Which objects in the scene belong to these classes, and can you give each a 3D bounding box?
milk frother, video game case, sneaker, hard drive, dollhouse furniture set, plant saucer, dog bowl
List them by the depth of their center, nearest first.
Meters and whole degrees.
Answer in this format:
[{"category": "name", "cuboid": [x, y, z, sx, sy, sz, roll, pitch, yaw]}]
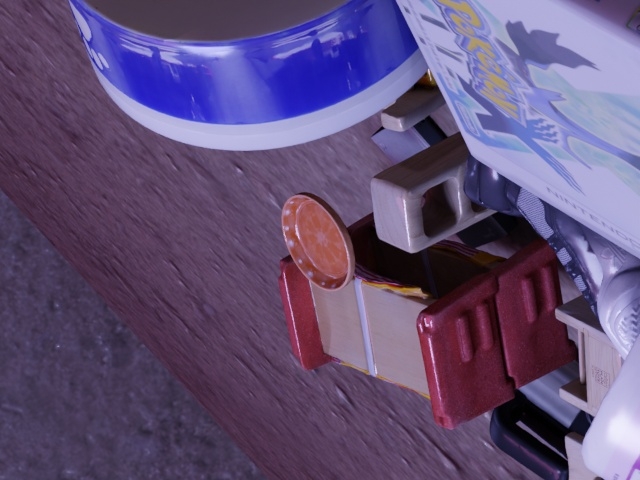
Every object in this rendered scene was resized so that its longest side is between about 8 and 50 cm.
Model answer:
[{"category": "video game case", "cuboid": [0.170, -0.067, 1.151, 0.300, 0.036, 0.329, 34, 169, 30]}, {"category": "dog bowl", "cuboid": [-0.040, -0.192, 1.319, 0.265, 0.265, 0.104, 37, 159, 33]}, {"category": "sneaker", "cuboid": [0.197, -0.010, 1.458, 0.153, 0.101, 0.269, 23, 146, 56]}, {"category": "dollhouse furniture set", "cuboid": [0.280, 0.130, 1.568, 0.129, 0.129, 0.184, 28, 134, 48]}, {"category": "plant saucer", "cuboid": [0.000, 0.000, 1.581, 0.083, 0.013, 0.083, 34, 137, 38]}, {"category": "dollhouse furniture set", "cuboid": [0.067, -0.054, 1.604, 0.201, 0.152, 0.374, 20, 129, 47]}, {"category": "hard drive", "cuboid": [0.107, -0.053, 1.716, 0.135, 0.022, 0.094, 48, 164, -4]}, {"category": "milk frother", "cuboid": [0.231, 0.135, 1.753, 0.134, 0.129, 0.143, 37, 118, 31]}]

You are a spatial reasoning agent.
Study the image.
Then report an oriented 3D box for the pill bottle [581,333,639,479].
[{"category": "pill bottle", "cuboid": [0.338, 0.149, 1.302, 0.301, 0.169, 0.169, 29, 160, 13]}]
